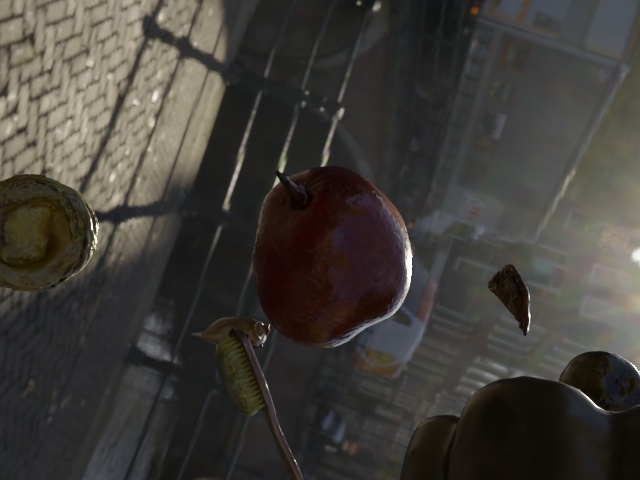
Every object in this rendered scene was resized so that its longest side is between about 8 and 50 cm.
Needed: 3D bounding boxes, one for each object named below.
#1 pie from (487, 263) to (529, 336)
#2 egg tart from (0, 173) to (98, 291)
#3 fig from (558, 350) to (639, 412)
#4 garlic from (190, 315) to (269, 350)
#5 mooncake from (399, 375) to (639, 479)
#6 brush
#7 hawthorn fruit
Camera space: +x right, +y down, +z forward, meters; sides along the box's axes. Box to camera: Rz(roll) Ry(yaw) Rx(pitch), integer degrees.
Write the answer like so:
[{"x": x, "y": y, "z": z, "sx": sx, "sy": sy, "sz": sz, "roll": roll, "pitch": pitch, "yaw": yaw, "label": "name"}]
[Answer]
[{"x": 0.381, "y": 0.103, "z": 1.744, "sx": 0.191, "sy": 0.033, "sz": 0.088, "roll": -114, "pitch": -153, "yaw": -59, "label": "pie"}, {"x": -0.645, "y": -0.020, "z": 1.987, "sx": 0.118, "sy": 0.288, "sz": 0.288, "roll": 32, "pitch": -75, "yaw": 66, "label": "egg tart"}, {"x": 0.474, "y": 0.277, "z": 1.561, "sx": 0.126, "sy": 0.133, "sz": 0.185, "roll": -91, "pitch": -155, "yaw": -44, "label": "fig"}, {"x": -0.174, "y": 0.180, "z": 1.789, "sx": 0.084, "sy": 0.152, "sz": 0.066, "roll": 71, "pitch": 20, "yaw": -61, "label": "garlic"}, {"x": 0.315, "y": 0.369, "z": 1.069, "sx": 0.467, "sy": 0.467, "sz": 0.262, "roll": 101, "pitch": 5, "yaw": -52, "label": "mooncake"}, {"x": -0.105, "y": 0.296, "z": 1.501, "sx": 0.072, "sy": 0.067, "sz": 0.313, "roll": 15, "pitch": -52, "yaw": 67, "label": "brush"}, {"x": 0.000, "y": 0.000, "z": 0.990, "sx": 0.196, "sy": 0.196, "sz": 0.225, "roll": -66, "pitch": 145, "yaw": -34, "label": "hawthorn fruit"}]
